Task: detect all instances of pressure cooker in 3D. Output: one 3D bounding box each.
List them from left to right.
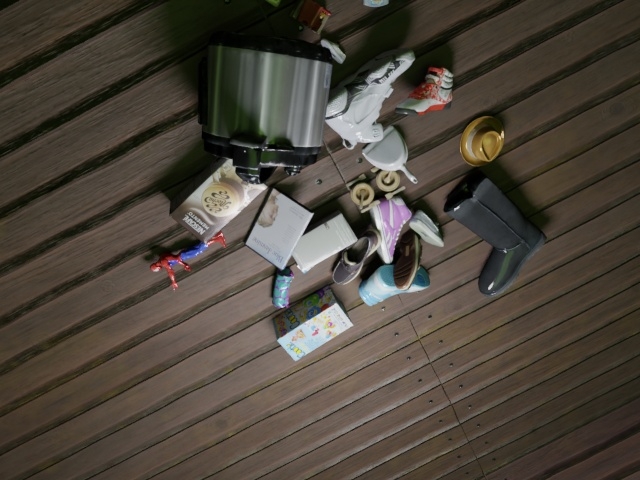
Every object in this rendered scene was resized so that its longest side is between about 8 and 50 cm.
[{"bbox_3d":[-0.163,-0.373,1.534,0.370,0.376,0.419,-8,113,-40],"label":"pressure cooker"}]

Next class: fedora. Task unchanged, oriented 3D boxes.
[{"bbox_3d":[0.613,-0.358,1.934,0.195,0.079,0.194,-6,119,-11],"label":"fedora"}]

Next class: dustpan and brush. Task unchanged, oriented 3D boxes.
[{"bbox_3d":[0.271,-0.285,1.860,0.147,0.211,0.060,-42,162,5],"label":"dustpan and brush"}]

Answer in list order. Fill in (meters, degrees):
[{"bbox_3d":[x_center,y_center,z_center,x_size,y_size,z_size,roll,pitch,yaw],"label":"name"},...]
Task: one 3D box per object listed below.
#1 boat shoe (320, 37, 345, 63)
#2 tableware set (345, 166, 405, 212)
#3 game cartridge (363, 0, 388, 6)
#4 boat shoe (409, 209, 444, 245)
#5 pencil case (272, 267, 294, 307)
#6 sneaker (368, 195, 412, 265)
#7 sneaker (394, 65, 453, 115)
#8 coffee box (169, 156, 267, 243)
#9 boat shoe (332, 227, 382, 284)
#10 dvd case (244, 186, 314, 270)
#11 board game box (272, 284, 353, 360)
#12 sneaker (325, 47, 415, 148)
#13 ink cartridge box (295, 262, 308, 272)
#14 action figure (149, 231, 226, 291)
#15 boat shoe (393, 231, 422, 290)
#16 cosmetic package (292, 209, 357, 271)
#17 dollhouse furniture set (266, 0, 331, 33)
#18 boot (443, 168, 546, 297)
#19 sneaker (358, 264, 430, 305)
[{"bbox_3d":[0.044,-0.618,1.682,0.100,0.035,0.035,39,75,-24],"label":"boat shoe"},{"bbox_3d":[0.201,-0.197,1.905,0.194,0.039,0.128,-30,91,3],"label":"tableware set"},{"bbox_3d":[0.175,-0.766,1.644,0.084,0.017,0.055,-8,123,-10],"label":"game cartridge"},{"bbox_3d":[0.431,-0.047,2.049,0.228,0.079,0.081,36,74,-43],"label":"boat shoe"},{"bbox_3d":[-0.147,0.186,2.039,0.070,0.064,0.151,15,116,6],"label":"pencil case"},{"bbox_3d":[0.287,-0.039,2.011,0.161,0.102,0.281,-16,120,-9],"label":"sneaker"},{"bbox_3d":[0.348,-0.503,1.742,0.270,0.090,0.144,-20,122,-38],"label":"sneaker"},{"bbox_3d":[-0.349,-0.154,1.775,0.297,0.118,0.168,-42,120,9],"label":"coffee box"},{"bbox_3d":[0.121,0.067,1.989,0.092,0.102,0.285,-14,150,-53],"label":"boat shoe"},{"bbox_3d":[-0.153,-0.042,1.879,0.180,0.022,0.252,34,110,14],"label":"dvd case"},{"bbox_3d":[-0.034,0.330,2.099,0.275,0.142,0.144,-32,121,4],"label":"board game box"},{"bbox_3d":[0.179,-0.466,1.739,0.366,0.137,0.210,-33,121,10],"label":"sneaker"},{"bbox_3d":[-0.048,0.082,2.029,0.083,0.028,0.048,-38,119,8],"label":"ink cartridge box"},{"bbox_3d":[-0.467,0.079,1.884,0.281,0.091,0.138,-19,111,-4],"label":"action figure"},{"bbox_3d":[0.354,0.093,2.023,0.095,0.257,0.095,-12,138,40],"label":"boat shoe"},{"bbox_3d":[0.000,0.000,1.943,0.238,0.107,0.127,-32,103,0],"label":"cosmetic package"},{"bbox_3d":[-0.112,-0.746,1.474,0.374,0.201,0.152,25,109,-24],"label":"dollhouse furniture set"},{"bbox_3d":[0.652,-0.016,2.083,0.445,0.146,0.367,35,95,-31],"label":"boot"},{"bbox_3d":[0.285,0.182,2.130,0.319,0.127,0.208,5,147,-40],"label":"sneaker"}]
